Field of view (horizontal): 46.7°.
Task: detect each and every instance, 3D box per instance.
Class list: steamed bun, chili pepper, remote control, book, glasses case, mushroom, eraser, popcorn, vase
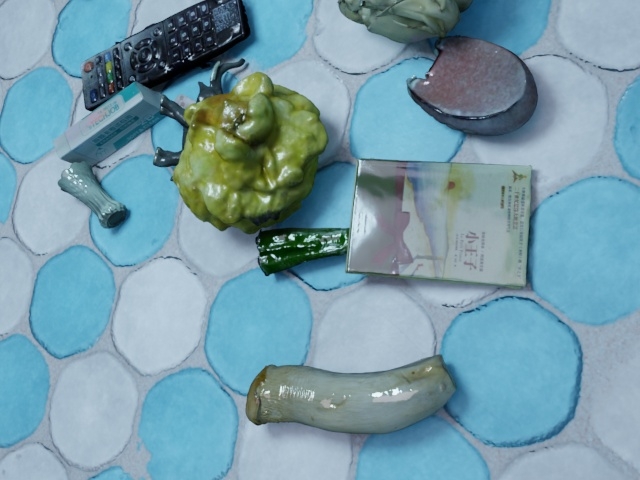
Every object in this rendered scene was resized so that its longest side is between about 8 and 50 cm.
[{"bbox_3d":[0.172,-0.465,1.218,0.268,0.207,0.280,-175,97,-70],"label":"steamed bun"},{"bbox_3d":[0.000,0.000,1.280,0.226,0.059,0.088,-12,69,20],"label":"chili pepper"},{"bbox_3d":[-0.320,-0.384,1.510,0.398,0.062,0.145,-18,70,22],"label":"remote control"},{"bbox_3d":[0.187,-0.031,1.194,0.289,0.026,0.201,3,78,16],"label":"book"},{"bbox_3d":[-0.259,-0.265,1.478,0.083,0.021,0.032,32,94,27],"label":"glasses case"},{"bbox_3d":[0.042,0.247,1.185,0.351,0.095,0.123,-7,58,21],"label":"mushroom"},{"bbox_3d":[-0.424,-0.231,1.505,0.225,0.095,0.052,-30,71,15],"label":"eraser"},{"bbox_3d":[-0.124,-0.149,1.285,0.286,0.252,0.215,-38,25,4],"label":"popcorn"},{"bbox_3d":[-0.455,-0.087,1.499,0.148,0.081,0.081,41,96,23],"label":"vase"}]

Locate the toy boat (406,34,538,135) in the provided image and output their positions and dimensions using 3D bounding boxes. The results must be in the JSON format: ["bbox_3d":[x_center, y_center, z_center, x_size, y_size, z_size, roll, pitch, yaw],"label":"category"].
[{"bbox_3d":[0.254,-0.245,1.217,0.227,0.085,0.155,34,85,38],"label":"toy boat"}]

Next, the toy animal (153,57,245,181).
[{"bbox_3d":[-0.241,-0.239,1.414,0.137,0.082,0.270,15,81,-8],"label":"toy animal"}]
